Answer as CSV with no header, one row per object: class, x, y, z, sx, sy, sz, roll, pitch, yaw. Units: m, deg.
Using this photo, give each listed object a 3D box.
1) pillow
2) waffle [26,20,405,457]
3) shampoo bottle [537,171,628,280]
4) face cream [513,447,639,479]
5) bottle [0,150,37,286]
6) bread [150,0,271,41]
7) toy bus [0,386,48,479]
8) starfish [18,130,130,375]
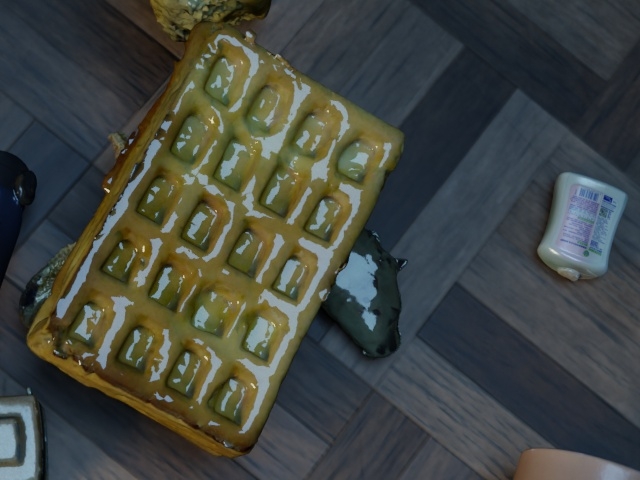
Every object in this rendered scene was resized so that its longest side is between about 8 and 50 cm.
pillow,0.001,0.000,1.642,0.093,0.051,0.241,-44,87,-5
waffle,-0.085,0.000,1.521,0.224,0.098,0.327,31,76,-15
shampoo bottle,0.249,-0.009,1.706,0.072,0.043,0.099,20,73,-6
face cream,0.235,0.257,1.577,0.149,0.149,0.104,20,73,-7
bottle,-0.302,0.024,1.516,0.082,0.072,0.244,-8,45,18
bread,-0.115,-0.268,1.599,0.121,0.245,0.174,-23,88,2
toy bus,-0.318,0.176,1.500,0.182,0.103,0.091,-1,77,-13
starfish,-0.158,0.014,1.579,0.238,0.071,0.216,-31,98,-16
